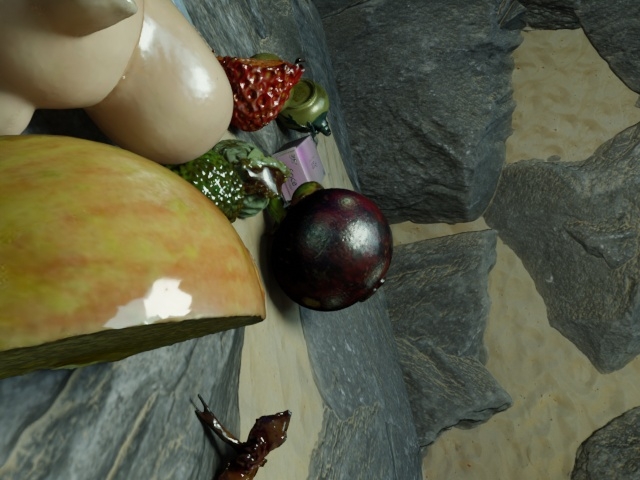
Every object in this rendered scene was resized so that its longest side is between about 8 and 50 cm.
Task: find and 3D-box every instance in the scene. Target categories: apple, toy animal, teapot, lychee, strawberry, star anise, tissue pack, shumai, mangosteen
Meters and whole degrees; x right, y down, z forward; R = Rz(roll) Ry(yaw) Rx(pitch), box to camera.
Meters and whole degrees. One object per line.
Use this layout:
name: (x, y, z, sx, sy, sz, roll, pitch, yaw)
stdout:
apple: (-0.231, 0.028, 0.439, 0.314, 0.252, 0.309, 32, 0, 22)
toy animal: (-0.246, -0.214, 0.545, 0.326, 0.237, 0.269, 48, 25, -29)
teapot: (-0.061, -0.426, 1.549, 0.269, 0.173, 0.182, 42, -10, 28)
lychee: (-0.203, -0.078, 0.733, 0.171, 0.171, 0.171, -16, 90, -75)
strawberry: (-0.152, -0.350, 1.126, 0.234, 0.234, 0.177, -68, 165, -66)
star anise: (-0.141, 0.315, 0.741, 0.140, 0.144, 0.158, -64, 169, 21)
tissue pack: (-0.065, -0.227, 1.455, 0.246, 0.093, 0.148, -67, 137, -65)
shumai: (-0.143, -0.153, 1.021, 0.184, 0.142, 0.184, -13, 90, -74)
mangosteen: (0.000, 0.000, 1.138, 0.359, 0.306, 0.306, 41, 18, 0)

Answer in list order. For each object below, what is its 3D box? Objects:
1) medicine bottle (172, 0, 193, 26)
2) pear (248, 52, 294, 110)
medicine bottle: (-0.283, -0.404, 0.890, 0.083, 0.084, 0.203, -68, 138, -66)
pear: (-0.144, -0.423, 1.292, 0.167, 0.137, 0.167, -12, 90, -72)
